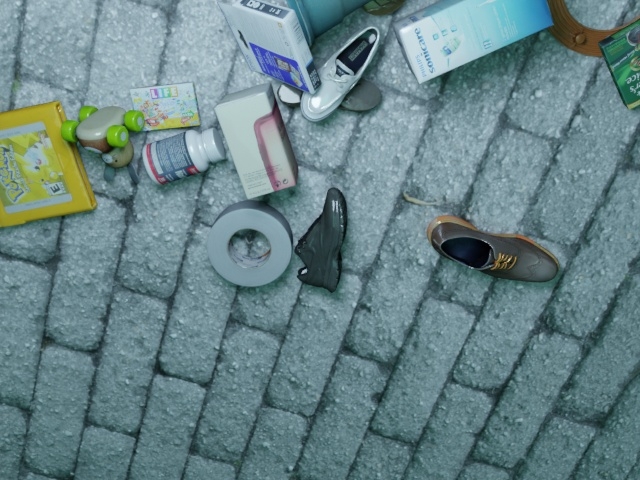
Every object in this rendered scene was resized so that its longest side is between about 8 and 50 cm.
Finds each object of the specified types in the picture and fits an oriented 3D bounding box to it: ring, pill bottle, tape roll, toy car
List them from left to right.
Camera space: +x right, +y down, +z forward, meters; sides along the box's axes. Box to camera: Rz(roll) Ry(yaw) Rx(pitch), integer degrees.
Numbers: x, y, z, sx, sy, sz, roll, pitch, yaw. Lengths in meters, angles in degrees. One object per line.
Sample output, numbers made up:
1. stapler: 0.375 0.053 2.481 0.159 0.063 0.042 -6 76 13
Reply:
1. toy car: -0.510 -0.218 1.581 0.154 0.149 0.189 8 130 16
2. pill bottle: -0.331 -0.210 1.588 0.180 0.108 0.108 -17 112 8
3. tape roll: -0.183 0.008 1.697 0.219 0.072 0.219 0 113 0
4. ring: 0.654 -0.584 1.452 0.336 0.032 0.337 0 113 0

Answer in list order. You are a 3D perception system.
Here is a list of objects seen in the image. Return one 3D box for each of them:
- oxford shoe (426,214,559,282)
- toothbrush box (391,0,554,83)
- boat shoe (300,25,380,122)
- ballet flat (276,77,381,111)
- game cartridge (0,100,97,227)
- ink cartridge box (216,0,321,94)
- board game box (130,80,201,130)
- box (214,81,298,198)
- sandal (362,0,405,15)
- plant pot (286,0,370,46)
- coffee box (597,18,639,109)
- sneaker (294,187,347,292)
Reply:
1. oxford shoe: 0.450 0.048 1.666 0.363 0.133 0.130 15 112 -5
2. toothbrush box: 0.317 -0.470 1.407 0.295 0.216 0.126 -22 110 9
3. boat shoe: 0.043 -0.386 1.483 0.095 0.084 0.258 34 91 -5
4. ballet flat: 0.020 -0.348 1.558 0.249 0.058 0.084 -1 91 -4
5. game cartridge: -0.764 -0.182 1.641 0.323 0.053 0.286 -11 112 5
6. ink cartridge box: -0.109 -0.435 1.429 0.045 0.208 0.206 -51 147 -17
7. board game box: -0.376 -0.327 1.584 0.154 0.026 0.104 -6 112 4
8. box: -0.146 -0.240 1.550 0.126 0.149 0.233 -15 112 7
9. sandal: 0.170 -0.568 1.464 0.180 0.049 0.072 -34 114 -1
10. plant pot: 0.058 -0.624 1.306 0.334 0.341 0.341 -25 110 3
11. coffee box: 0.729 -0.406 1.499 0.113 0.040 0.184 -28 120 17
12. sneaker: 0.000 0.000 1.676 0.130 0.109 0.287 9 111 4
